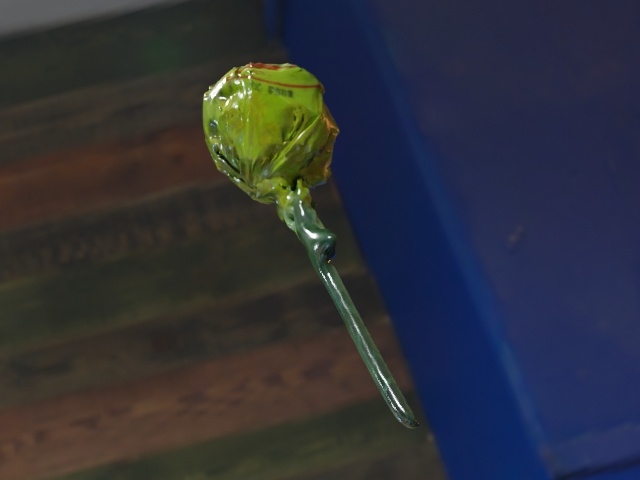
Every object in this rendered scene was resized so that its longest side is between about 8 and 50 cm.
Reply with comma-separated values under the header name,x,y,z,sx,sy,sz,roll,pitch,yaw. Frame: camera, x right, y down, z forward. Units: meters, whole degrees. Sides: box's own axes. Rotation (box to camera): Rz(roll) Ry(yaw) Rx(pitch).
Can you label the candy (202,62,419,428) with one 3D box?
name,x,y,z,sx,sy,sz,roll,pitch,yaw
candy,0.000,0.000,0.488,0.035,0.123,0.035,-13,-41,-13
